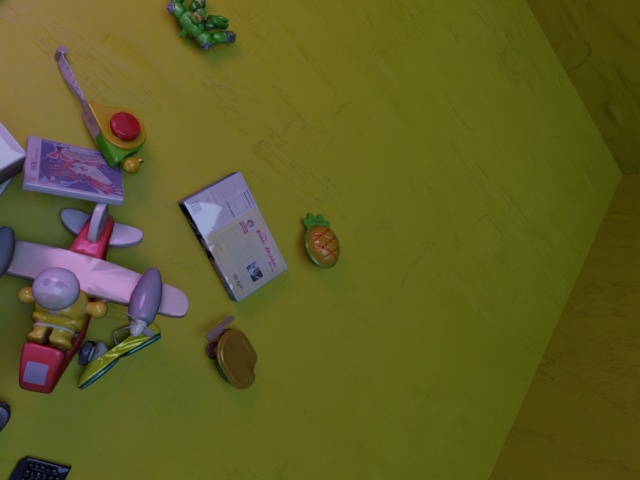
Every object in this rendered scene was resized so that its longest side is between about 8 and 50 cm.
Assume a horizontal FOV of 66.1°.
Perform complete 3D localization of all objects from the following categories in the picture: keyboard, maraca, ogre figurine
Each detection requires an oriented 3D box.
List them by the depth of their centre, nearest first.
[{"bbox_3d":[-0.682,0.685,1.154,0.201,0.033,0.317,31,76,-30],"label":"keyboard"},{"bbox_3d":[-0.322,-0.587,1.305,0.197,0.096,0.118,58,44,-38],"label":"ogre figurine"},{"bbox_3d":[0.000,0.000,1.537,0.127,0.099,0.186,6,63,-41],"label":"maraca"}]

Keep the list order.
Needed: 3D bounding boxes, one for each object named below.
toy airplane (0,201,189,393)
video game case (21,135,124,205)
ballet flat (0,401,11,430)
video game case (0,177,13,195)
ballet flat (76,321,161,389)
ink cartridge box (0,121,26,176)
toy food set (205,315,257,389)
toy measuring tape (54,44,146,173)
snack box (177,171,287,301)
[{"bbox_3d":[-0.538,0.088,1.075,0.386,0.272,0.384,-28,89,-17],"label":"toy airplane"},{"bbox_3d":[-0.561,-0.160,1.126,0.201,0.183,0.023,10,128,-34],"label":"video game case"},{"bbox_3d":[-0.784,0.453,1.068,0.250,0.058,0.084,-48,112,-17],"label":"ballet flat"},{"bbox_3d":[-0.800,-0.128,1.045,0.206,0.026,0.227,34,73,-29],"label":"video game case"},{"bbox_3d":[-0.513,0.273,1.231,0.231,0.077,0.077,-34,89,-30],"label":"ballet flat"},{"bbox_3d":[-0.712,-0.171,0.925,0.198,0.270,0.197,-43,112,-25],"label":"ink cartridge box"},{"bbox_3d":[-0.262,0.323,1.399,0.128,0.071,0.218,-48,120,-49],"label":"toy food set"},{"bbox_3d":[-0.511,-0.315,1.188,0.121,0.121,0.330,-28,93,-29],"label":"toy measuring tape"},{"bbox_3d":[-0.241,-0.010,1.396,0.187,0.060,0.322,-34,109,-27],"label":"snack box"}]
